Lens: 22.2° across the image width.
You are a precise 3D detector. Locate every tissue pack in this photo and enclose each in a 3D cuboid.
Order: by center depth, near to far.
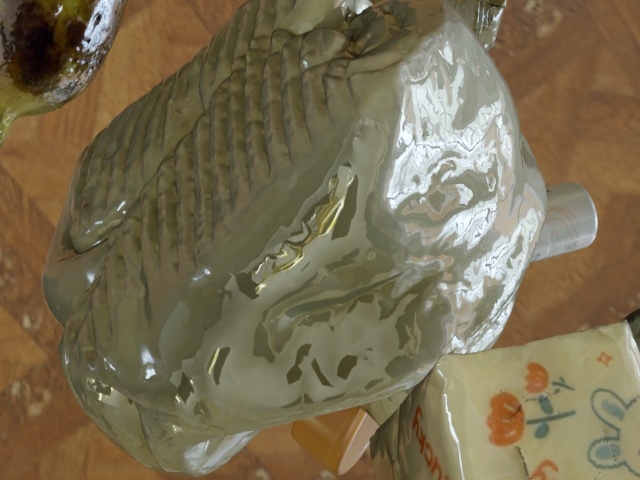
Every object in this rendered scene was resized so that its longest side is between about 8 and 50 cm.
[{"bbox_3d":[0.084,0.144,0.588,0.092,0.148,0.196,-11,74,-10],"label":"tissue pack"}]

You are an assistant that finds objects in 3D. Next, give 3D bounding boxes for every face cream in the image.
[{"bbox_3d":[0.176,0.000,1.802,0.269,0.082,0.082,-15,119,-23],"label":"face cream"}]

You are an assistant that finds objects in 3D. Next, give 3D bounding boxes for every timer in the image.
[{"bbox_3d":[-0.012,0.121,1.489,0.152,0.132,0.132,30,107,13],"label":"timer"}]

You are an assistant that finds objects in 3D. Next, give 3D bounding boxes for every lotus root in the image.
[{"bbox_3d":[-0.228,-0.204,1.261,0.169,0.141,0.314,18,75,-35],"label":"lotus root"}]

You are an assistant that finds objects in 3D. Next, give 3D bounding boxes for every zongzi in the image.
[{"bbox_3d":[0.093,-0.215,1.755,0.189,0.081,0.178,15,104,-18],"label":"zongzi"}]

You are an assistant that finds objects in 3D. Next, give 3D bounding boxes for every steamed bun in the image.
[{"bbox_3d":[0.000,0.000,1.115,0.255,0.342,0.367,35,118,-26],"label":"steamed bun"}]

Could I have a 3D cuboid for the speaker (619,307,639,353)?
[{"bbox_3d":[0.358,0.128,1.558,0.259,0.198,0.329,-23,161,-6],"label":"speaker"}]
